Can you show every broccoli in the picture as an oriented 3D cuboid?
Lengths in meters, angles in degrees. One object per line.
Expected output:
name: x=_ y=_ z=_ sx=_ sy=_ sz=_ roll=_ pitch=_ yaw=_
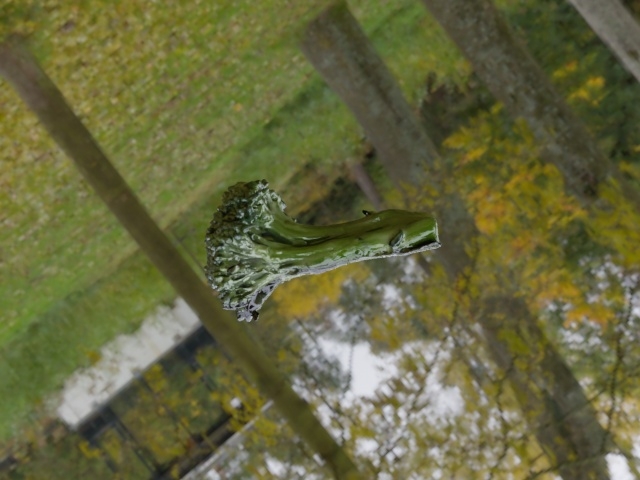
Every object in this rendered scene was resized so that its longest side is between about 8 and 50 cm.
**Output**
broccoli: x=0.000 y=0.001 z=0.814 sx=0.204 sy=0.122 sz=0.118 roll=-6 pitch=-146 yaw=12
